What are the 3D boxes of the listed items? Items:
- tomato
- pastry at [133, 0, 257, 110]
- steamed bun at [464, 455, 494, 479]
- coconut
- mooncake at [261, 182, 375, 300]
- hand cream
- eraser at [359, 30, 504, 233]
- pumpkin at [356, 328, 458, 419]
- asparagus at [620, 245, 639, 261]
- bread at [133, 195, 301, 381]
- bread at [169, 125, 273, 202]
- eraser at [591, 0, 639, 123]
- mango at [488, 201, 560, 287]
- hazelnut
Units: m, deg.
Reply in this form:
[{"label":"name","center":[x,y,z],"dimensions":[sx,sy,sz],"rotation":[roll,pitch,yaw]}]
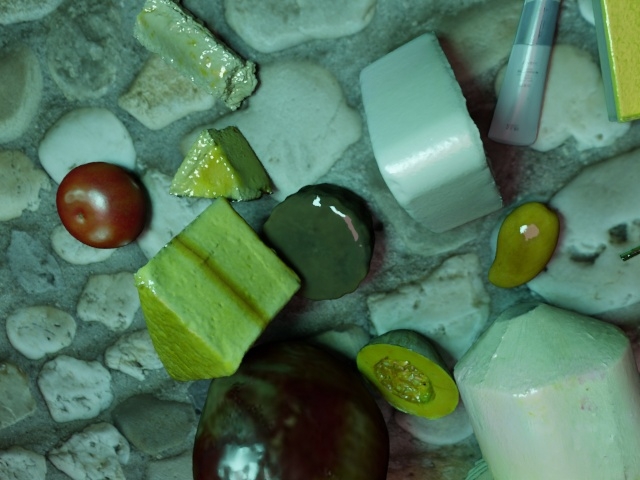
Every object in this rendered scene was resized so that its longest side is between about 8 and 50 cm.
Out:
[{"label":"tomato","center":[-0.476,-0.073,1.030],"dimensions":[0.195,0.136,0.194],"rotation":[4,109,12]},{"label":"pastry","center":[-0.240,-0.358,0.903],"dimensions":[0.258,0.089,0.121],"rotation":[44,126,1]},{"label":"steamed bun","center":[0.434,0.549,0.969],"dimensions":[0.325,0.219,0.310],"rotation":[29,131,-23]},{"label":"coconut","center":[0.398,0.261,0.834],"dimensions":[0.298,0.297,0.309],"rotation":[-15,89,19]},{"label":"mooncake","center":[0.000,0.000,0.941],"dimensions":[0.229,0.124,0.228],"rotation":[7,114,16]},{"label":"hand cream","center":[0.346,-0.287,0.793],"dimensions":[0.080,0.048,0.254],"rotation":[12,113,16]},{"label":"eraser","center":[0.175,-0.187,0.784],"dimensions":[0.150,0.331,0.331],"rotation":[-22,102,22]},{"label":"pumpkin","center":[0.186,0.259,0.981],"dimensions":[0.218,0.110,0.217],"rotation":[15,130,19]},{"label":"asparagus","center":[0.596,-0.001,0.839],"dimensions":[0.127,0.015,0.018],"rotation":[-37,98,22]},{"label":"bread","center":[-0.247,0.131,0.929],"dimensions":[0.245,0.233,0.362],"rotation":[47,140,-11]},{"label":"bread","center":[-0.191,-0.111,0.941],"dimensions":[0.160,0.140,0.169],"rotation":[45,116,8]},{"label":"eraser","center":[0.521,-0.304,0.727],"dimensions":[0.158,0.069,0.225],"rotation":[-13,105,17]},{"label":"mango","center":[0.370,0.016,0.869],"dimensions":[0.102,0.085,0.183],"rotation":[18,118,9]},{"label":"hazelnut","center":[-0.058,0.399,0.928],"dimensions":[0.353,0.421,0.420],"rotation":[-15,104,35]}]
